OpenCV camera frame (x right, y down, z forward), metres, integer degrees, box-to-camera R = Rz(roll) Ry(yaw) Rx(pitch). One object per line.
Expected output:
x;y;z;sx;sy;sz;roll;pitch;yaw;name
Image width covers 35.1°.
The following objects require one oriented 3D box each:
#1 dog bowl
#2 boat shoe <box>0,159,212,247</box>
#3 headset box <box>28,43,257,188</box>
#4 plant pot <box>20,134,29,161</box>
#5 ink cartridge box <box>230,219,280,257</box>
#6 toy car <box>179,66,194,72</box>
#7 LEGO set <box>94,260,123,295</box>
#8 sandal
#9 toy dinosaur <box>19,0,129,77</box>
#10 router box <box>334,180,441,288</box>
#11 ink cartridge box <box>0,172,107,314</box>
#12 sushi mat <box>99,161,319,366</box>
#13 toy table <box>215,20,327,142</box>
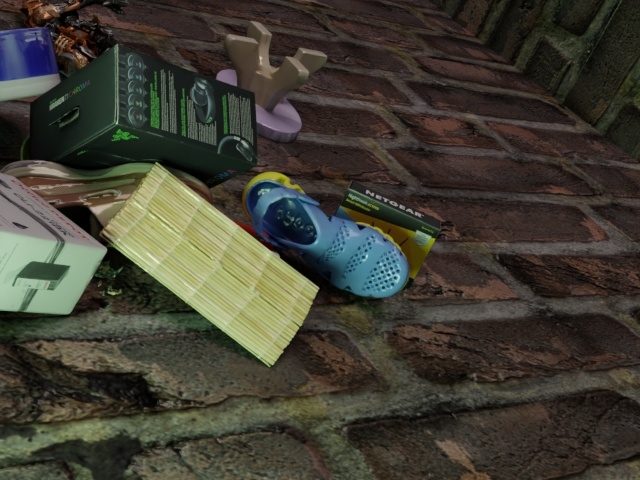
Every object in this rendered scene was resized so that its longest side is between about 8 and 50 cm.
-0.555;-0.272;1.618;0.265;0.104;0.265;-7;12;1;dog bowl
-0.322;-0.040;1.513;0.325;0.123;0.116;0;51;-13;boat shoe
-0.283;-0.169;1.570;0.283;0.246;0.131;14;65;-44;headset box
-0.437;-0.143;1.667;0.083;0.083;0.079;28;14;6;plant pot
-0.160;-0.002;1.661;0.189;0.066;0.232;20;32;-9;ink cartridge box
-0.306;-0.319;2.099;0.239;0.053;0.225;26;27;2;toy car
-0.317;0.052;1.477;0.054;0.023;0.083;11;43;-20;LEGO set
0.000;0.000;1.673;0.317;0.126;0.138;27;8;3;sandal
-0.514;-0.439;2.056;0.218;0.164;0.322;-20;71;-34;toy dinosaur
0.107;-0.010;1.808;0.179;0.133;0.046;24;26;-1;router box
-0.430;-0.008;1.278;0.197;0.114;0.273;35;5;19;ink cartridge box
-0.156;0.035;1.477;0.316;0.019;0.151;38;56;-7;sushi mat
-0.115;-0.352;2.204;0.252;0.160;0.274;-6;39;-45;toy table
